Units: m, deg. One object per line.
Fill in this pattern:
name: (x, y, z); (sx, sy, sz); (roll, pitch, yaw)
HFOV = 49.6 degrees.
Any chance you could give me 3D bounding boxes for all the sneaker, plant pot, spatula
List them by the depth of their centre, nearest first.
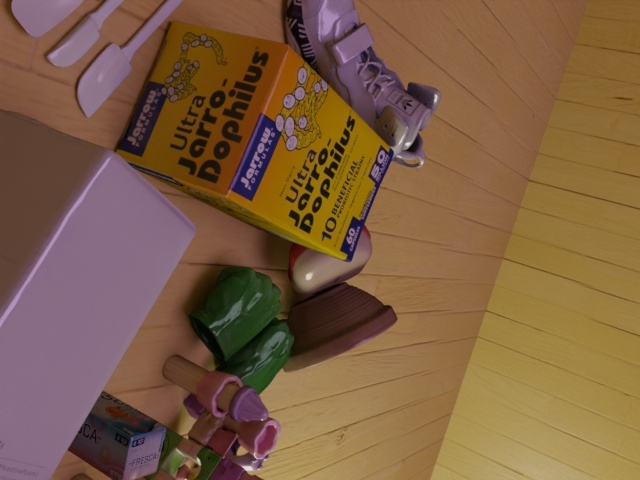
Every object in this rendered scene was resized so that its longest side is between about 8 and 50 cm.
spatula: (-0.229, -0.280, 0.787); (0.242, 0.019, 0.168); (-57, 147, -22)
sneaker: (0.075, -0.272, 1.107); (0.137, 0.210, 0.366); (-48, 144, -35)
plant pot: (0.017, 0.151, 1.315); (0.237, 0.237, 0.109); (-25, 89, -52)

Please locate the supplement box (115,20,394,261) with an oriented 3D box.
supplement box: (-0.070, -0.121, 0.970); (0.356, 0.195, 0.194); (28, 83, -60)

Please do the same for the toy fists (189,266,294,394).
toy fists: (-0.123, 0.152, 1.153); (0.142, 0.096, 0.279); (-41, 142, -25)

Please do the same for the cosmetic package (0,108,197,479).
cosmetic package: (-0.339, 0.113, 0.626); (0.453, 0.230, 0.161); (-61, 150, -14)

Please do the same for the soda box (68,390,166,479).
soda box: (-0.276, 0.222, 0.841); (0.058, 0.183, 0.063); (1, 105, -60)

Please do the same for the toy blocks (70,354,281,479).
toy blocks: (-0.157, 0.386, 1.063); (0.288, 0.260, 0.309); (-54, 147, -28)

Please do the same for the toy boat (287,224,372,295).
toy boat: (0.000, 0.000, 1.231); (0.151, 0.151, 0.231); (-24, 169, -9)
